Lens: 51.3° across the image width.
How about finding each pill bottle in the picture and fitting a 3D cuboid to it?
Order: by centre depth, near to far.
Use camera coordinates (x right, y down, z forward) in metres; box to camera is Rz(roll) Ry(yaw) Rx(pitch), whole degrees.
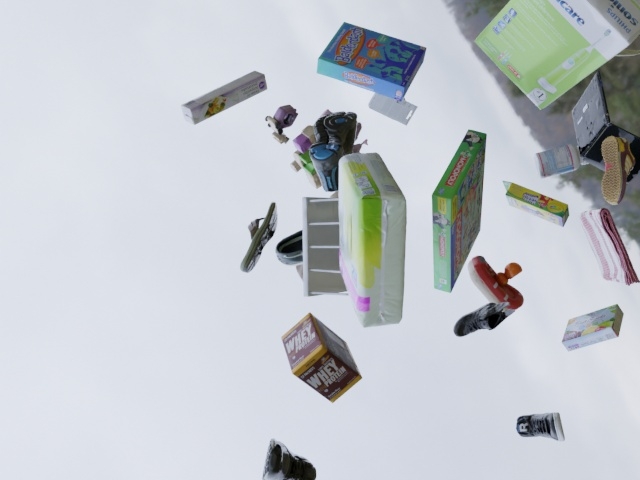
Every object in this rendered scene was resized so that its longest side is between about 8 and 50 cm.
[{"bbox_3d":[0.787,-0.262,2.177,0.087,0.160,0.087,-14,-90,-77],"label":"pill bottle"}]

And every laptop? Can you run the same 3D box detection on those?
[{"bbox_3d":[0.868,-0.331,1.979,0.234,0.137,0.264,86,-179,-71],"label":"laptop"}]

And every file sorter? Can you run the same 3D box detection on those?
[{"bbox_3d":[0.075,0.016,1.870,0.193,0.173,0.277,-2,-88,-49],"label":"file sorter"}]

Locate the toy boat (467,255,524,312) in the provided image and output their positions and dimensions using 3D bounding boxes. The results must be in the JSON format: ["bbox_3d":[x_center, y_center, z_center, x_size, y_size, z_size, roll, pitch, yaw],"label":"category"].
[{"bbox_3d":[0.614,0.131,2.254,0.231,0.151,0.151,46,-159,-17],"label":"toy boat"}]

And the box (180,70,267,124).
[{"bbox_3d":[-0.331,-0.499,2.321,0.324,0.067,0.063,-34,-45,-28],"label":"box"}]

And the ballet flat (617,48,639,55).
[{"bbox_3d":[0.680,-0.454,1.373,0.116,0.343,0.124,-106,-5,-60],"label":"ballet flat"}]

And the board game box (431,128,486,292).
[{"bbox_3d":[0.310,-0.059,1.498,0.213,0.046,0.317,-58,-27,-32],"label":"board game box"}]

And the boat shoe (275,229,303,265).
[{"bbox_3d":[0.000,0.000,2.217,0.099,0.320,0.116,54,-160,-64],"label":"boat shoe"}]

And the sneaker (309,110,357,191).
[{"bbox_3d":[0.040,-0.277,2.003,0.340,0.125,0.139,-68,-28,-50],"label":"sneaker"}]

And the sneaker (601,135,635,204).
[{"bbox_3d":[0.805,-0.186,1.785,0.084,0.069,0.185,3,-93,-24],"label":"sneaker"}]

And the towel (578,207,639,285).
[{"bbox_3d":[0.873,0.017,2.051,0.329,0.037,0.237,0,-112,-80],"label":"towel"}]

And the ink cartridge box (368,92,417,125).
[{"bbox_3d":[0.189,-0.353,1.744,0.115,0.062,0.029,23,-154,-15],"label":"ink cartridge box"}]

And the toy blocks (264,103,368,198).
[{"bbox_3d":[0.033,-0.343,2.280,0.309,0.260,0.288,41,167,32],"label":"toy blocks"}]

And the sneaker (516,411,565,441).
[{"bbox_3d":[0.612,0.527,1.872,0.217,0.121,0.079,42,-140,-71],"label":"sneaker"}]

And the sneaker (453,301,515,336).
[{"bbox_3d":[0.438,0.216,1.798,0.051,0.170,0.089,54,-172,-11],"label":"sneaker"}]

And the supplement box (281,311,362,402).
[{"bbox_3d":[0.001,0.367,2.099,0.194,0.129,0.191,42,-169,-30],"label":"supplement box"}]

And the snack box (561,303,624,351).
[{"bbox_3d":[0.696,0.223,1.706,0.037,0.141,0.100,52,-137,-9],"label":"snack box"}]

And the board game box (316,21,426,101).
[{"bbox_3d":[0.118,-0.414,1.534,0.210,0.047,0.160,20,-126,11],"label":"board game box"}]

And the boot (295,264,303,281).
[{"bbox_3d":[-0.012,0.041,2.816,0.112,0.305,0.115,10,-150,-45],"label":"boot"}]

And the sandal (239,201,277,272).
[{"bbox_3d":[-0.232,-0.024,2.416,0.120,0.086,0.302,88,-154,-58],"label":"sandal"}]

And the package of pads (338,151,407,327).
[{"bbox_3d":[0.102,-0.008,1.360,0.229,0.101,0.296,-107,14,-60],"label":"package of pads"}]

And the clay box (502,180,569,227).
[{"bbox_3d":[0.691,-0.121,2.167,0.222,0.053,0.127,25,177,26],"label":"clay box"}]

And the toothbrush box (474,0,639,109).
[{"bbox_3d":[0.461,-0.412,1.282,0.206,0.122,0.283,45,163,0],"label":"toothbrush box"}]

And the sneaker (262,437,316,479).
[{"bbox_3d":[-0.071,0.584,1.731,0.283,0.124,0.107,78,-159,-67],"label":"sneaker"}]
